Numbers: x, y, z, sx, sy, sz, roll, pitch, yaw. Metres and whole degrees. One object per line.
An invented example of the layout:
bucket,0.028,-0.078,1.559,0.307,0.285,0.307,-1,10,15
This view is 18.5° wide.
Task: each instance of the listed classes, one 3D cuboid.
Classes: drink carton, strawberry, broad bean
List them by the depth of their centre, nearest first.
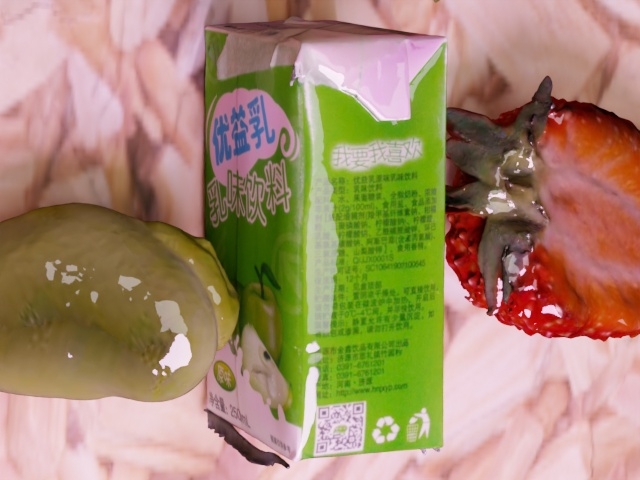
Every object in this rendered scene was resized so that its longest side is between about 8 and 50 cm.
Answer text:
broad bean,-0.138,0.041,1.194,0.175,0.082,0.124,10,98,-15
drink carton,0.000,0.000,1.221,0.108,0.161,0.271,-6,101,-25
strawberry,0.178,-0.016,1.348,0.228,0.098,0.174,3,82,-38

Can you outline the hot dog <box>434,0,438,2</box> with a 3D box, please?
hot dog,-0.004,-0.246,1.210,0.076,0.104,0.250,-47,117,0
